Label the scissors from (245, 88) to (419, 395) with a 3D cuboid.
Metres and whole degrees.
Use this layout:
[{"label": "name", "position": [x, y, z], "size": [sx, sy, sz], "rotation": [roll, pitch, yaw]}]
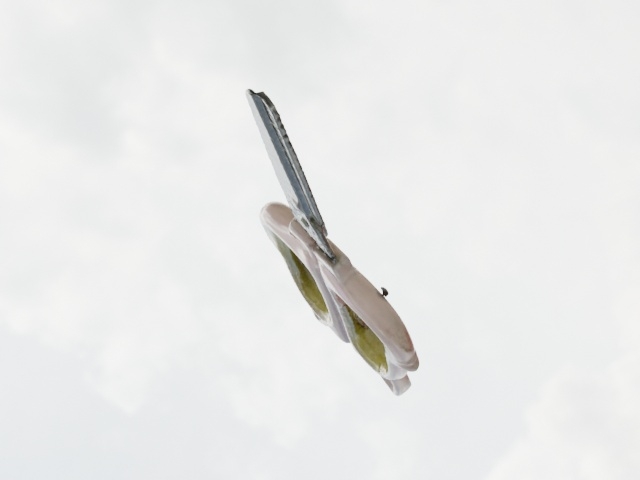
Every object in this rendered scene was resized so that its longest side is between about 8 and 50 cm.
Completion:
[{"label": "scissors", "position": [0.000, 0.000, 0.918], "size": [0.024, 0.317, 0.160], "rotation": [-39, -121, -11]}]
